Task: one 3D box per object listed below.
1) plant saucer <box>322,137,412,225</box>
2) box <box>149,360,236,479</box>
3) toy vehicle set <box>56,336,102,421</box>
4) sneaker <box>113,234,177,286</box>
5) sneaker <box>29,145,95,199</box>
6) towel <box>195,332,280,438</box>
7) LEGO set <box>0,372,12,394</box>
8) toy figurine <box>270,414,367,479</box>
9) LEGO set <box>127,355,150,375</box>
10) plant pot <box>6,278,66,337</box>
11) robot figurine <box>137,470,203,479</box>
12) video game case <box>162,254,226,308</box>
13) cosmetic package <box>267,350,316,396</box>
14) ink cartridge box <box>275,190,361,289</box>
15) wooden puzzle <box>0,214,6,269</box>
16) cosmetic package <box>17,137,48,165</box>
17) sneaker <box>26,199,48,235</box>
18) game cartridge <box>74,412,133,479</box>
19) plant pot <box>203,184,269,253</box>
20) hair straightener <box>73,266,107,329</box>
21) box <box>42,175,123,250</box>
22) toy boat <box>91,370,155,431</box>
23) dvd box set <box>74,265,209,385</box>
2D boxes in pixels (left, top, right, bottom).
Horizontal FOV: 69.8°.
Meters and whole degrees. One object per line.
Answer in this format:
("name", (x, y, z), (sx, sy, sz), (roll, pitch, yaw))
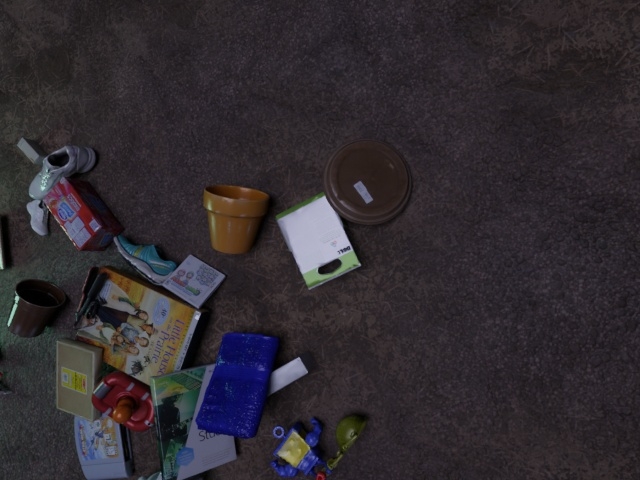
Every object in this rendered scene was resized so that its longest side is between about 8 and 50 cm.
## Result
("plant saucer", (0.144, -0.183, 1.386), (0.278, 0.041, 0.277), (1, 80, -4))
("box", (-0.403, 0.569, 1.462), (0.058, 0.233, 0.321), (-19, 80, 54))
("toy vehicle set", (-0.838, 0.481, 1.593), (0.166, 0.035, 0.266), (12, 103, 17))
("sneaker", (-0.618, 0.059, 1.618), (0.275, 0.107, 0.110), (32, 65, 20))
("sneaker", (-0.988, -0.260, 1.694), (0.305, 0.152, 0.114), (-34, 81, 13))
("towel", (-0.258, 0.433, 1.409), (0.228, 0.076, 0.308), (-8, 56, 31))
("LEGO set", (-1.309, 0.534, 1.812), (0.183, 0.060, 0.244), (-17, 82, 26))
("toy figurine", (-0.052, 0.622, 1.381), (0.217, 0.191, 0.362), (37, 96, 19))
("LEGO set", (-0.599, 0.417, 1.519), (0.083, 0.023, 0.054), (-20, 86, 1))
("plant pot", (-1.059, 0.256, 1.693), (0.167, 0.167, 0.165), (37, 106, 14))
("robot figurine", (-0.515, 0.900, 1.481), (0.300, 0.200, 0.353), (28, 95, 30))
("video game case", (-0.425, 0.136, 1.548), (0.157, 0.019, 0.143), (28, 60, 16))
("cosmetic package", (-0.136, 0.439, 1.452), (0.239, 0.099, 0.060), (-33, 79, 12))
("ink cartridge box", (0.000, 0.000, 1.437), (0.189, 0.097, 0.255), (-26, 82, 12))
("wooden puzzle", (-1.346, 0.021, 1.840), (0.239, 0.044, 0.220), (-11, 85, 19))
("cosmetic package", (-1.109, -0.343, 1.779), (0.115, 0.060, 0.041), (44, 100, 15))
("sneaker", (-1.075, -0.090, 1.761), (0.061, 0.054, 0.152), (-25, 80, 10))
("game cartridge", (-0.780, 0.701, 1.642), (0.198, 0.062, 0.297), (-12, 84, 10))
("plant pot", (-0.277, -0.065, 1.477), (0.205, 0.205, 0.187), (14, 107, 16))
("hair straightener", (-0.778, 0.208, 1.557), (0.089, 0.047, 0.230), (28, 96, 15))
("box", (-0.859, -0.094, 1.664), (0.128, 0.123, 0.257), (-44, 77, 9))
("toy boat", (-0.649, 0.556, 1.533), (0.231, 0.151, 0.151), (41, 92, -17))
("dvd box set", (-0.617, 0.302, 1.567), (0.421, 0.062, 0.307), (22, 94, 14))
